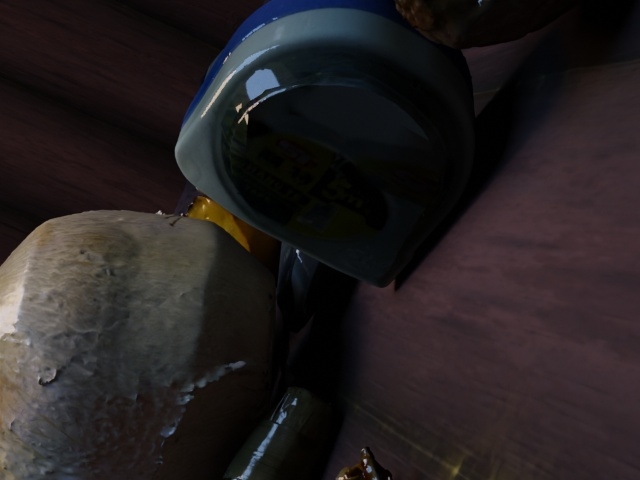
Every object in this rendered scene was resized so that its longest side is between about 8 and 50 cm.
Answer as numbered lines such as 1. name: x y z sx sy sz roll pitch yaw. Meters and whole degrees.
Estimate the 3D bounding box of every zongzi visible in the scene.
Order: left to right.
1. zongzi: -0.047 0.231 1.183 0.160 0.078 0.176 -55 -5 -13

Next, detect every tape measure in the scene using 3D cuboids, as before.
1. tape measure: 0.019 -0.102 1.079 0.262 0.259 0.138 -47 23 43

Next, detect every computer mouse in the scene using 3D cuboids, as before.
1. computer mouse: 0.000 0.000 1.348 0.167 0.090 0.379 124 155 -74

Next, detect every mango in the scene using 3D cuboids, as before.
1. mango: -0.097 0.011 1.519 0.187 0.138 0.257 -40 -12 22

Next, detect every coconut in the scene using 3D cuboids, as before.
1. coconut: -0.227 0.141 1.248 0.346 0.360 0.346 -176 90 -88

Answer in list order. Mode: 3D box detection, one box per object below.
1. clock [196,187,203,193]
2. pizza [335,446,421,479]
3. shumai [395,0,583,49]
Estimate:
1. clock: -0.052 -0.101 1.542 0.053 0.236 0.236 65 151 10
2. pizza: 0.030 0.226 0.857 0.154 0.069 0.194 -62 15 23
3. shumai: 0.135 -0.304 0.976 0.283 0.217 0.346 -9 58 67
